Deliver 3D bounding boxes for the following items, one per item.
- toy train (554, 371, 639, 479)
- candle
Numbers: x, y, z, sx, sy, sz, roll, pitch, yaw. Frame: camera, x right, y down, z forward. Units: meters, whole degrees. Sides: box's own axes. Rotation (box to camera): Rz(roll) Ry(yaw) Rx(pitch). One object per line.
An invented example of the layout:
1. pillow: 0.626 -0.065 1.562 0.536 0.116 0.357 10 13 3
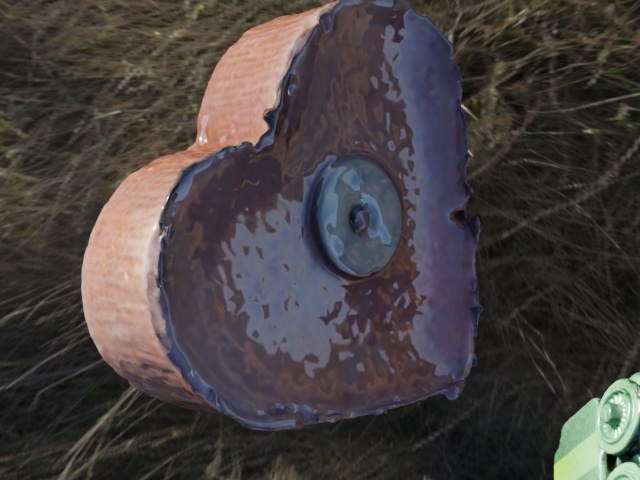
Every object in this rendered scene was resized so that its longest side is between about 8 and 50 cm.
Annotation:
1. toy train: 0.382 0.309 1.405 0.167 0.299 0.238 20 138 -11
2. candle: 0.000 0.000 0.823 0.287 0.131 0.317 44 65 -28
